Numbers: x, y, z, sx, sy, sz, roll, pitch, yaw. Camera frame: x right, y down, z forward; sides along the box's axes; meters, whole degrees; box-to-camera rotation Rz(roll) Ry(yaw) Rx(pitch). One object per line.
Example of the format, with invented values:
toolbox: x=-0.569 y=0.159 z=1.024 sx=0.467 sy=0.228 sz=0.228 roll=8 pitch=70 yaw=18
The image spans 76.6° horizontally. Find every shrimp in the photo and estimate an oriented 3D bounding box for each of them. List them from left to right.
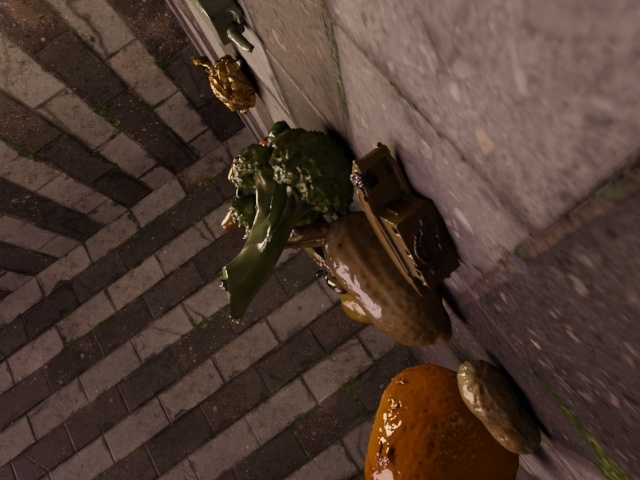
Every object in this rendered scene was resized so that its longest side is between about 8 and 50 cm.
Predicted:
shrimp: x=0.000 y=0.000 z=1.214 sx=0.221 sy=0.110 sz=0.446 roll=28 pitch=-159 yaw=-42

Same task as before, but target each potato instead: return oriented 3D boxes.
potato: x=0.185 y=0.219 z=1.415 sx=0.158 sy=0.178 sz=0.204 roll=23 pitch=127 yaw=58

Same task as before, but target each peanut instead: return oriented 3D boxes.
peanut: x=0.108 y=0.063 z=0.643 sx=0.253 sy=0.122 sz=0.137 roll=51 pitch=-157 yaw=18
peanut: x=0.273 y=0.256 z=0.615 sx=0.174 sy=0.080 sz=0.080 roll=51 pitch=179 yaw=-8

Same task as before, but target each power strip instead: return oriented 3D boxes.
power strip: x=-0.198 y=-0.417 z=0.658 sx=0.288 sy=0.053 sz=0.093 roll=55 pitch=179 yaw=8

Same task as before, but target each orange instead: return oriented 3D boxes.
orange: x=0.250 y=0.443 z=0.850 sx=0.293 sy=0.341 sz=0.340 roll=15 pitch=167 yaw=15

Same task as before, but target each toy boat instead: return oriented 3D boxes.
toy boat: x=0.094 y=-0.014 z=0.439 sx=0.201 sy=0.057 sz=0.077 roll=56 pitch=174 yaw=-28

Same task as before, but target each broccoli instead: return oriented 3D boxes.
broccoli: x=-0.093 y=-0.062 z=0.685 sx=0.186 sy=0.302 sz=0.254 roll=49 pitch=-177 yaw=-23

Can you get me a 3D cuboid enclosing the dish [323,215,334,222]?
dish: x=0.023 y=-0.066 z=1.613 sx=0.191 sy=0.066 sz=0.191 roll=52 pitch=178 yaw=2

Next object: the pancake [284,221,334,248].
pancake: x=-0.032 y=-0.007 z=0.956 sx=0.286 sy=0.288 sz=0.033 roll=25 pitch=-120 yaw=-79

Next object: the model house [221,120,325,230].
model house: x=-0.140 y=-0.127 z=1.088 sx=0.272 sy=0.300 sz=0.190 roll=55 pitch=172 yaw=-11

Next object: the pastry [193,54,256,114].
pastry: x=-0.237 y=-0.416 z=1.059 sx=0.154 sy=0.102 sz=0.250 roll=56 pitch=-179 yaw=-9
